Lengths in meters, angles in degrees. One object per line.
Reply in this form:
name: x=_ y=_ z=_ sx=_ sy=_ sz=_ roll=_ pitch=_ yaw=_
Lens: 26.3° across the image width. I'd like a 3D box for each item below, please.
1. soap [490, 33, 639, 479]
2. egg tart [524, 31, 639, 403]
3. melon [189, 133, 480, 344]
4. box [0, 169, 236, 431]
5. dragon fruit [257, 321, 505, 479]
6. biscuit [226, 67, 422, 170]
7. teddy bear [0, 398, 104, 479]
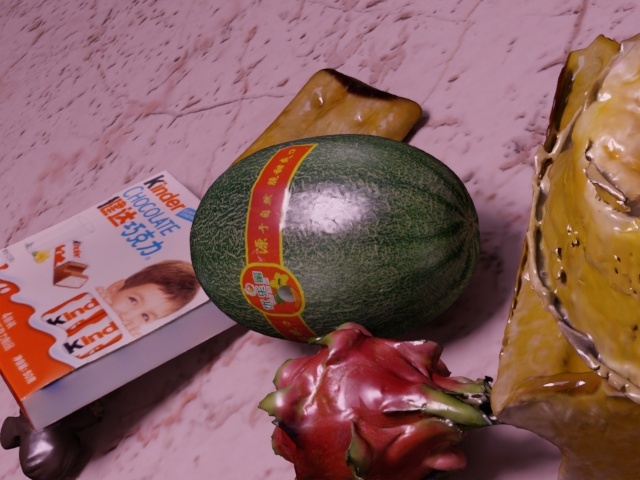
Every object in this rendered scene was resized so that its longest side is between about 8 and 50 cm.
soap: x=0.295 y=-0.009 z=0.923 sx=0.304 sy=0.169 sz=0.338 roll=-9 pitch=48 yaw=34
egg tart: x=0.247 y=-0.046 z=0.767 sx=0.315 sy=0.120 sz=0.315 roll=-19 pitch=48 yaw=22
melon: x=0.000 y=0.000 z=1.166 sx=0.288 sy=0.182 sz=0.182 roll=-4 pitch=50 yaw=40
box: x=-0.210 y=0.047 z=1.355 sx=0.265 sy=0.048 sz=0.273 roll=-28 pitch=33 yaw=-17
dragon fruit: x=0.051 y=0.135 z=1.015 sx=0.236 sy=0.135 sz=0.137 roll=7 pitch=53 yaw=53
biscuit: x=-0.004 y=-0.094 z=1.388 sx=0.183 sy=0.039 sz=0.174 roll=-47 pitch=39 yaw=-6
teddy bear: x=-0.261 y=0.158 z=1.331 sx=0.119 sy=0.078 sz=0.160 roll=-21 pitch=40 yaw=20
